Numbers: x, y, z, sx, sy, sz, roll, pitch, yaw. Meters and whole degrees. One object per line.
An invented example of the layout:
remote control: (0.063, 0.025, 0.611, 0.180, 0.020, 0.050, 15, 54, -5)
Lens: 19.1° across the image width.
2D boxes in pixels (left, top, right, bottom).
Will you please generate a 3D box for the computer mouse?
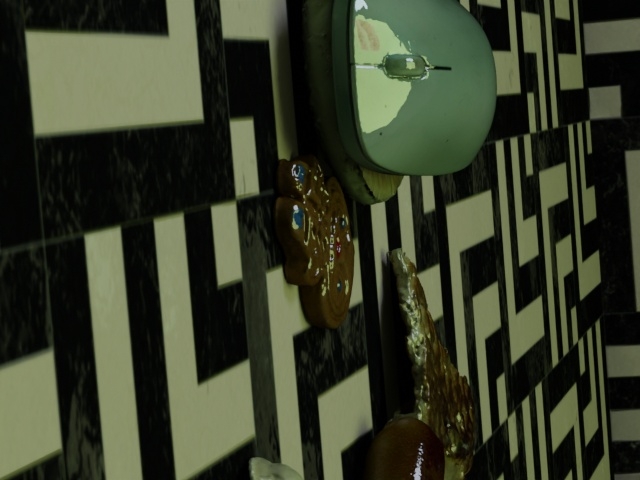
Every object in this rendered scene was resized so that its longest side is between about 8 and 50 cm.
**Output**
computer mouse: (0.086, -0.131, 1.533, 0.288, 0.097, 0.159, 1, 88, -75)

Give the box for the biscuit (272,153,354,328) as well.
biscuit: (0.000, 0.000, 1.471, 0.175, 0.026, 0.124, 55, 34, -63)

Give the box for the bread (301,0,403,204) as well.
bread: (0.030, -0.158, 1.587, 0.267, 0.040, 0.267, -4, 90, -74)

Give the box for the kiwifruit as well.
kiwifruit: (0.068, 0.206, 1.589, 0.075, 0.075, 0.124, 70, 20, -47)

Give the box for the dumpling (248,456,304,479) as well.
dumpling: (-0.032, 0.175, 1.294, 0.059, 0.043, 0.077, 47, 41, -33)

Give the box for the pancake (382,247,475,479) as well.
pancake: (0.090, 0.122, 1.767, 0.266, 0.057, 0.244, -47, 123, -75)
